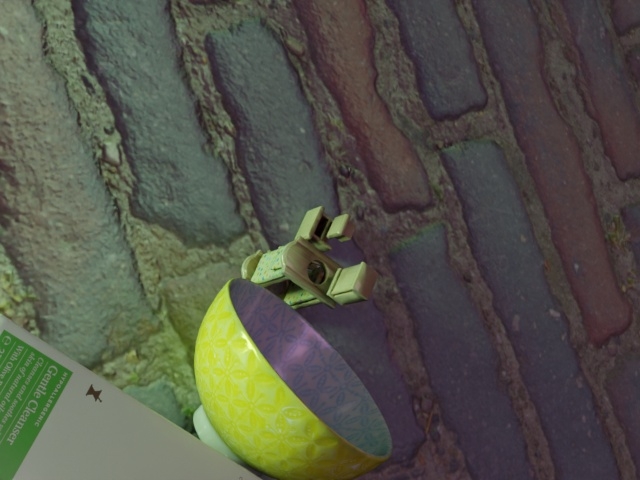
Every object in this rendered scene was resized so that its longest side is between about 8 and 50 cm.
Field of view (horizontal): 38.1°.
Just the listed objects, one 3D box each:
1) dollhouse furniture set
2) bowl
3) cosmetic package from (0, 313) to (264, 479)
[{"bbox_3d":[0.000,0.000,1.246,0.101,0.182,0.161,37,60,-23],"label":"dollhouse furniture set"},{"bbox_3d":[-0.063,0.202,1.147,0.156,0.289,0.289,-44,110,10],"label":"bowl"},{"bbox_3d":[-0.266,0.262,1.005,0.365,0.155,0.197,36,59,-22],"label":"cosmetic package"}]
